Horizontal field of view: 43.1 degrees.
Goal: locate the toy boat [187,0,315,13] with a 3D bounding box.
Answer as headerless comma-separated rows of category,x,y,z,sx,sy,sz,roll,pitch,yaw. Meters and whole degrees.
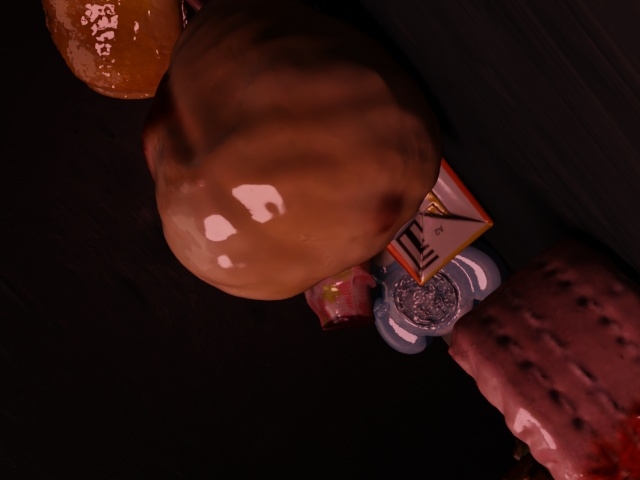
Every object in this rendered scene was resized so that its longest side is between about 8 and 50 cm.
toy boat,-0.084,-0.277,0.710,0.206,0.096,0.282,41,168,18

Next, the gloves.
gloves,0.011,-0.002,1.099,0.145,0.126,0.241,34,-134,-70

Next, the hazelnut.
hazelnut,-0.023,-0.083,0.703,0.261,0.261,0.241,50,-163,22

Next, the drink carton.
drink carton,0.080,-0.080,1.018,0.154,0.111,0.351,49,-175,-16

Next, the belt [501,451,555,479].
belt,0.161,0.187,0.588,0.059,0.036,0.083,47,-179,-8

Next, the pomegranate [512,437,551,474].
pomegranate,0.310,0.249,0.797,0.247,0.202,0.202,21,173,21

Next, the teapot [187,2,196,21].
teapot,-0.128,-0.310,1.087,0.204,0.140,0.298,22,-178,-2

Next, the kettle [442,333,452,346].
kettle,0.329,0.182,1.630,0.098,0.148,0.127,49,-176,-39

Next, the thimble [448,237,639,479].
thimble,0.182,0.095,0.571,0.163,0.125,0.189,51,-176,23

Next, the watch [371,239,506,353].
watch,0.171,0.044,1.195,0.211,0.211,0.193,49,-153,0

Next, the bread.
bread,-0.271,-0.353,0.933,0.328,0.147,0.337,-126,28,-42
